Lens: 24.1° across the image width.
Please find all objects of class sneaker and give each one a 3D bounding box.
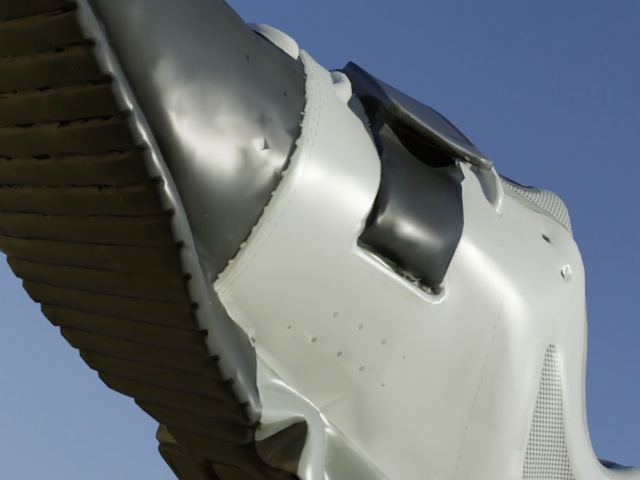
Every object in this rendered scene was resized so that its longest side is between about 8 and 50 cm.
[{"bbox_3d":[0.000,0.000,0.461,0.122,0.146,0.330,11,-43,52],"label":"sneaker"}]
